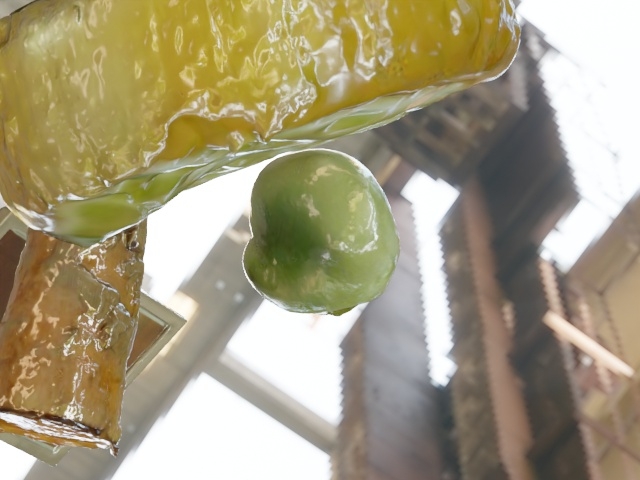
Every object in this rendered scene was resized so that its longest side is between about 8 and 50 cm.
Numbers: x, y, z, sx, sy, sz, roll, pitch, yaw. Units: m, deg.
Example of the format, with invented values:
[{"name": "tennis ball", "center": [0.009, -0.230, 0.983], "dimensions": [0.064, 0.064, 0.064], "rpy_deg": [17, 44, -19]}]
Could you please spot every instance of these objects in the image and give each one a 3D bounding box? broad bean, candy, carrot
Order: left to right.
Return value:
[{"name": "carrot", "center": [-0.162, 0.008, 1.194], "dimensions": [0.102, 0.102, 0.263], "rpy_deg": [156, -57, -65]}, {"name": "candy", "center": [-0.035, -0.083, 0.834], "dimensions": [0.260, 0.118, 0.260], "rpy_deg": [-19, -175, 2]}, {"name": "broad bean", "center": [0.000, 0.000, 1.756], "dimensions": [0.100, 0.169, 0.228], "rpy_deg": [-44, 157, -28]}]

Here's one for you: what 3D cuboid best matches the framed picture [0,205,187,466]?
[{"name": "framed picture", "center": [-0.284, 0.100, 1.770], "dimensions": [0.211, 0.289, 0.020], "rpy_deg": [-47, -130, 3]}]
